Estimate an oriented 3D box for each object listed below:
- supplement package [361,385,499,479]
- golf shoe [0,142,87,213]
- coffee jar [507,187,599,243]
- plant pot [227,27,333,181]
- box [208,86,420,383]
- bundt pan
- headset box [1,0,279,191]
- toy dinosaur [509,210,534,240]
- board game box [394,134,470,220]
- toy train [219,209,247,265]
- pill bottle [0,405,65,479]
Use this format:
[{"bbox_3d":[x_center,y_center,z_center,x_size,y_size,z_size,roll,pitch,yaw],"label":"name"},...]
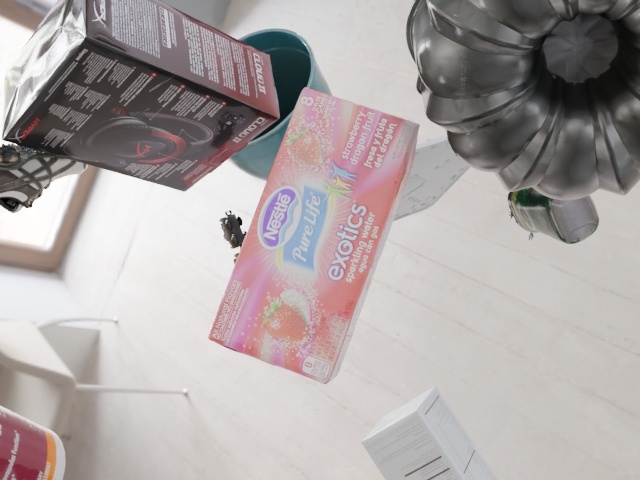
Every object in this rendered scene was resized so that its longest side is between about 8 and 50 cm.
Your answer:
[{"bbox_3d":[0.213,0.421,1.224,0.134,0.139,0.244,-37,81,24],"label":"supplement package"},{"bbox_3d":[-0.398,-0.085,0.896,0.077,0.198,0.094,12,100,25],"label":"golf shoe"},{"bbox_3d":[0.393,-0.055,1.147,0.079,0.184,0.096,-29,101,-2],"label":"coffee jar"},{"bbox_3d":[-0.080,-0.232,1.334,0.271,0.255,0.272,-13,60,23],"label":"plant pot"},{"bbox_3d":[0.000,0.000,0.779,0.142,0.154,0.300,19,84,7],"label":"box"},{"bbox_3d":[0.235,-0.172,0.605,0.331,0.331,0.124,-28,25,31],"label":"bundt pan"},{"bbox_3d":[-0.212,-0.178,0.846,0.218,0.293,0.110,-30,58,38],"label":"headset box"},{"bbox_3d":[0.424,-0.049,1.349,0.082,0.047,0.090,4,62,48],"label":"toy dinosaur"},{"bbox_3d":[0.147,-0.118,1.371,0.050,0.390,0.390,64,154,15],"label":"board game box"},{"bbox_3d":[-0.103,0.034,0.927,0.036,0.027,0.158,-21,90,57],"label":"toy train"},{"bbox_3d":[-0.640,0.347,1.091,0.224,0.392,0.224,-19,47,22],"label":"pill bottle"}]
